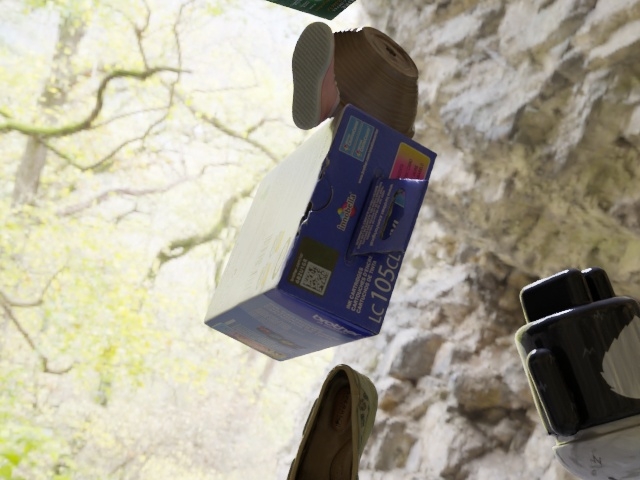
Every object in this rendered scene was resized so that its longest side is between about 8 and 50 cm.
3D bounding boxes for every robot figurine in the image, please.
[{"bbox_3d":[0.362,0.176,1.070,0.209,0.278,0.173,-14,-16,-5],"label":"robot figurine"}]

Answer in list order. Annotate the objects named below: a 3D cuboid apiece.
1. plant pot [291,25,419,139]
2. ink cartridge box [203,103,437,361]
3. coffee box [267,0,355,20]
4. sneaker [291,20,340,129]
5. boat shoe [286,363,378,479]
[{"bbox_3d":[0.080,-0.261,1.303,0.237,0.110,0.237,31,33,-23],"label":"plant pot"},{"bbox_3d":[0.000,0.000,1.101,0.151,0.270,0.395,26,-22,-14],"label":"ink cartridge box"},{"bbox_3d":[-0.021,-0.406,1.272,0.184,0.040,0.113,5,-23,-38],"label":"coffee box"},{"bbox_3d":[-0.003,-0.209,1.037,0.051,0.134,0.070,13,17,20],"label":"sneaker"},{"bbox_3d":[0.002,0.298,1.030,0.105,0.285,0.089,4,-20,18],"label":"boat shoe"}]
